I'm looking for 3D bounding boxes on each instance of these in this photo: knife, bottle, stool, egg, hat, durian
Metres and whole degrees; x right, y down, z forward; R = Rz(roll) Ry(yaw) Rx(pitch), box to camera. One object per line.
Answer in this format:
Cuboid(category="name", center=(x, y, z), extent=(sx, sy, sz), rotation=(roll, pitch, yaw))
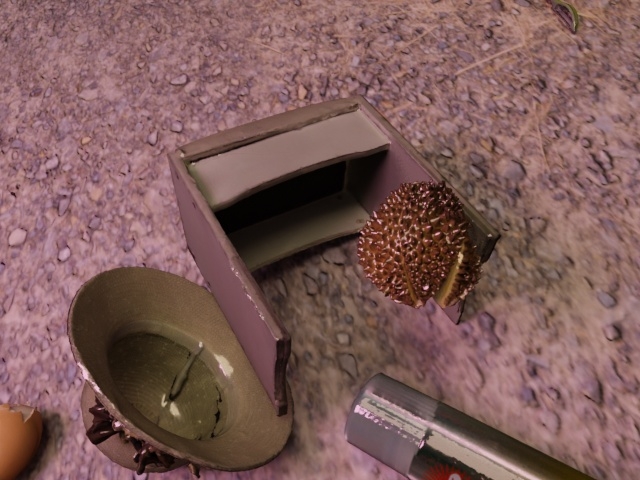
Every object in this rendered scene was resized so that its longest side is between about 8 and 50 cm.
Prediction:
Cuboid(category="knife", center=(0.398, -0.413, 0.932), extent=(0.026, 0.022, 0.184), rotation=(-31, 52, 22))
Cuboid(category="bottle", center=(0.161, 0.219, 0.503), extent=(0.286, 0.082, 0.082), rotation=(22, 63, 25))
Cuboid(category="stool", center=(0.000, 0.000, 0.609), extent=(0.244, 0.170, 0.269), rotation=(-22, 55, -20))
Cuboid(category="egg", center=(-0.358, 0.228, 0.611), extent=(0.080, 0.080, 0.096), rotation=(1, 71, 13))
Cuboid(category="hat", center=(-0.165, 0.161, 0.571), extent=(0.130, 0.257, 0.257), rotation=(-50, 53, 18))
Cuboid(category="durian", center=(0.092, -0.013, 0.476), extent=(0.111, 0.071, 0.140), rotation=(15, 47, 7))

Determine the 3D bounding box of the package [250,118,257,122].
Cuboid(category="package", center=(-0.135, -0.154, 0.868), extent=(0.110, 0.015, 0.037), rotation=(-41, 57, -18))
